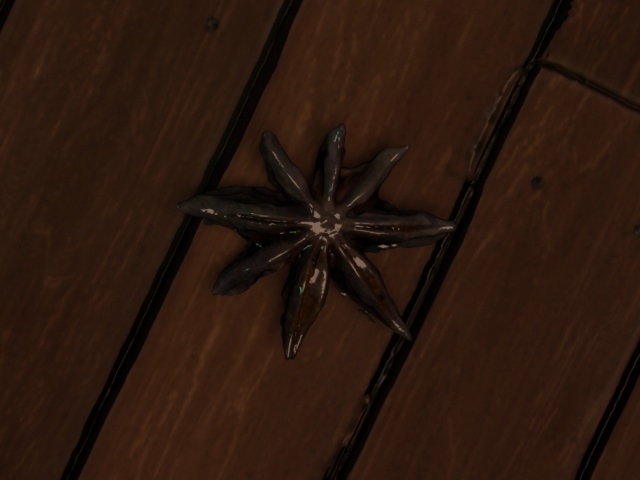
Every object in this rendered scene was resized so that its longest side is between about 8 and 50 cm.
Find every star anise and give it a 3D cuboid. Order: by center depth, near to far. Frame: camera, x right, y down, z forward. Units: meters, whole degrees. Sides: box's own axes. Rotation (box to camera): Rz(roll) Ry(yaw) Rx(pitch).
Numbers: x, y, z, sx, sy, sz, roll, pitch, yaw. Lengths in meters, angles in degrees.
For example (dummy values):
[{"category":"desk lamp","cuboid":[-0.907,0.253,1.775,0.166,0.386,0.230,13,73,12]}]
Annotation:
[{"category":"star anise","cuboid":[0.000,0.000,1.345,0.204,0.061,0.181,-15,97,-14]}]
